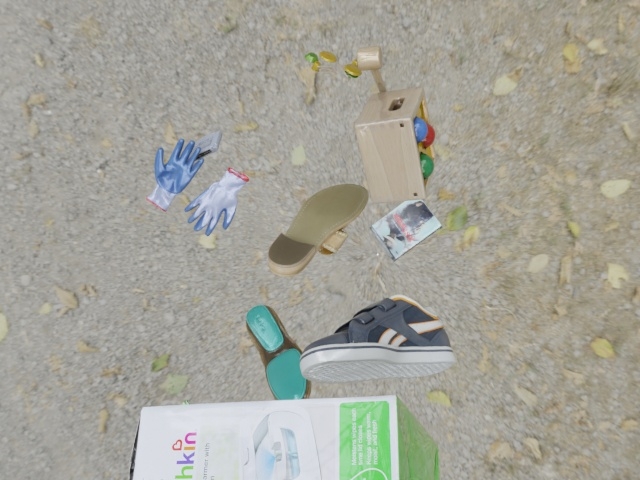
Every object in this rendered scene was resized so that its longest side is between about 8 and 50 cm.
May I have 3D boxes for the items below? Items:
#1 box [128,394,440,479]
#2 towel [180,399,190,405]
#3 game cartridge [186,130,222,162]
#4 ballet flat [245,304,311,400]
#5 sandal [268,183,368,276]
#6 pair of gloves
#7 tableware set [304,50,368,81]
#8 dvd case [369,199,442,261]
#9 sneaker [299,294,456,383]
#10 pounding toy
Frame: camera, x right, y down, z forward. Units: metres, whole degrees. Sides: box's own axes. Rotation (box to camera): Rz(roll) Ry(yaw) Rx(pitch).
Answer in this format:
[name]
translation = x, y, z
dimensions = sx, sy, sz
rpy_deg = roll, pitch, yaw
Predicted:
[box]
translation = -0.014, 0.241, 0.635
dimensions = 0.231, 0.262, 0.126
rpy_deg = -6, 63, 16
[towel]
translation = -0.335, 0.500, 1.703
dimensions = 0.113, 0.023, 0.152
rpy_deg = -45, 76, 12
[game cartridge]
translation = -0.235, -0.189, 1.349
dimensions = 0.083, 0.017, 0.056
rpy_deg = -19, 45, 27
[ballet flat]
translation = -0.096, 0.311, 1.718
dimensions = 0.116, 0.124, 0.342
rpy_deg = -33, 47, -4
[sandal]
translation = -0.006, -0.002, 1.077
dimensions = 0.088, 0.240, 0.079
rpy_deg = 23, 135, 23
[pair of gloves]
translation = -0.250, -0.106, 1.331
dimensions = 0.198, 0.023, 0.159
rpy_deg = 33, 104, -13
[tableware set]
translation = 0.039, -0.442, 1.692
dimensions = 0.154, 0.024, 0.104
rpy_deg = -8, 52, -32
[dvd case]
translation = 0.169, -0.027, 1.333
dimensions = 0.119, 0.013, 0.087
rpy_deg = -36, 74, 8
[sneaker]
translation = 0.088, 0.165, 1.125
dimensions = 0.126, 0.321, 0.127
rpy_deg = -35, 59, 40
[pounding toy]
translation = 0.118, -0.190, 0.993
dimensions = 0.094, 0.181, 0.206
rpy_deg = -4, 121, 21
